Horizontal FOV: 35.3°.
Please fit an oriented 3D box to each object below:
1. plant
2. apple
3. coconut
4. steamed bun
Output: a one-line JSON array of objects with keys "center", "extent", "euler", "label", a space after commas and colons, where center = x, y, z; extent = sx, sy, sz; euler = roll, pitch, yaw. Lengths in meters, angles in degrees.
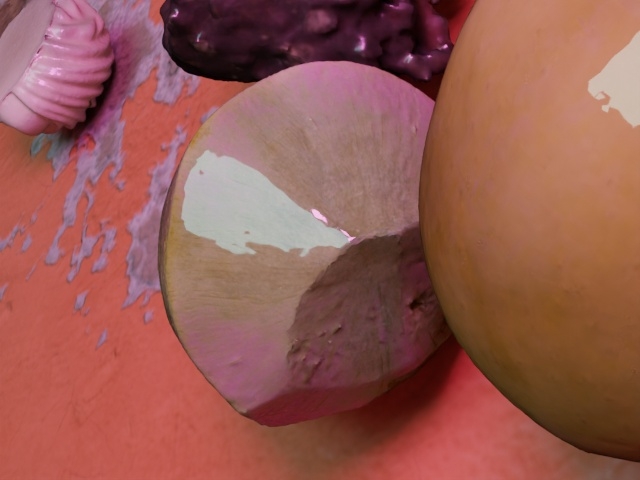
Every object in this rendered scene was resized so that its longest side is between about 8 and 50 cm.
[{"center": [-0.001, -0.189, 0.728], "extent": [0.178, 0.234, 0.204], "euler": [-139, 54, -71], "label": "plant"}, {"center": [0.168, -0.035, 0.420], "extent": [0.262, 0.262, 0.262], "euler": [-25, 52, 38], "label": "apple"}, {"center": [0.000, 0.000, 0.622], "extent": [0.236, 0.236, 0.204], "euler": [-19, 97, 42], "label": "coconut"}, {"center": [-0.300, -0.195, 1.141], "extent": [0.183, 0.106, 0.182], "euler": [-27, 49, 35], "label": "steamed bun"}]
